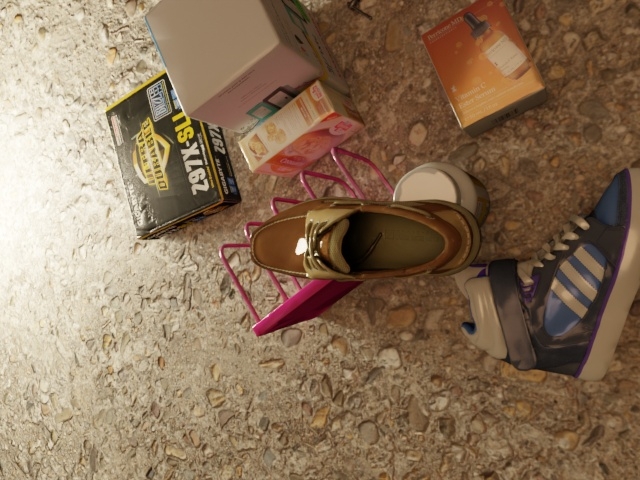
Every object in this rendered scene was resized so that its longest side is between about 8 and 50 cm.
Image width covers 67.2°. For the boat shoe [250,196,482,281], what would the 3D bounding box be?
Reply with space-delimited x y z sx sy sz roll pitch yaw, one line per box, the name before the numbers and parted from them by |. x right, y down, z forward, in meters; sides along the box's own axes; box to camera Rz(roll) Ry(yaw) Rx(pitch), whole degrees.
boat shoe | 0.036 -0.003 0.633 0.324 0.120 0.122 -5 91 29

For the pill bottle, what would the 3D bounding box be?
pill bottle | 0.186 -0.058 0.738 0.118 0.208 0.117 1 92 27

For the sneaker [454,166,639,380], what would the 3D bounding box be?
sneaker | 0.323 0.036 0.715 0.236 0.130 0.322 14 103 22

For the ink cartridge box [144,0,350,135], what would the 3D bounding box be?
ink cartridge box | -0.114 -0.321 0.847 0.197 0.270 0.198 -29 79 23

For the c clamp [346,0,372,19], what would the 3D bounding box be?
c clamp | 0.083 -0.503 0.883 0.137 0.022 0.160 38 109 26

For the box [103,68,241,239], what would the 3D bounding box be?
box | -0.334 -0.191 1.071 0.257 0.079 0.321 -19 83 24

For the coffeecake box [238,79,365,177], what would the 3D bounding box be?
coffeecake box | -0.031 -0.194 0.880 0.186 0.142 0.068 -32 78 24

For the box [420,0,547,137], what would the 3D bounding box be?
box | 0.257 -0.272 0.761 0.130 0.091 0.170 -26 80 25

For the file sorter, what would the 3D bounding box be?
file sorter | 0.000 0.000 0.839 0.291 0.202 0.182 -39 73 22
